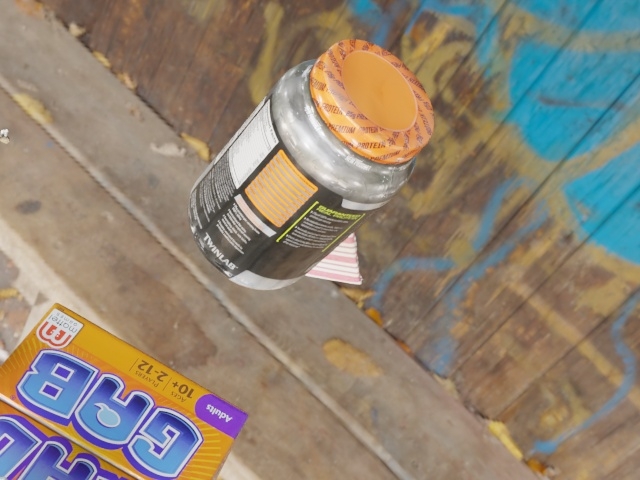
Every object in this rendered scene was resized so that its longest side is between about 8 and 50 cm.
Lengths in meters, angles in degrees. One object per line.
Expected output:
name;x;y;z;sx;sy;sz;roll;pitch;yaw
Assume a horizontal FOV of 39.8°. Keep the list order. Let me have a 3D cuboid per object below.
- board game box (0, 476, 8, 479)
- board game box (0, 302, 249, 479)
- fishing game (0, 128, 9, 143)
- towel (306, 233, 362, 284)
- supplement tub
board game box;-0.412;0.410;0.949;0.142;0.144;0.275;-2;52;12
board game box;-0.379;0.395;1.395;0.356;0.356;0.356;29;51;3
fishing game;-0.440;-0.068;0.863;0.189;0.264;0.041;33;32;-48
towel;0.000;0.000;1.583;0.144;0.197;0.029;11;50;20
supplement tub;-0.017;-0.093;1.158;0.207;0.338;0.207;20;50;-26
